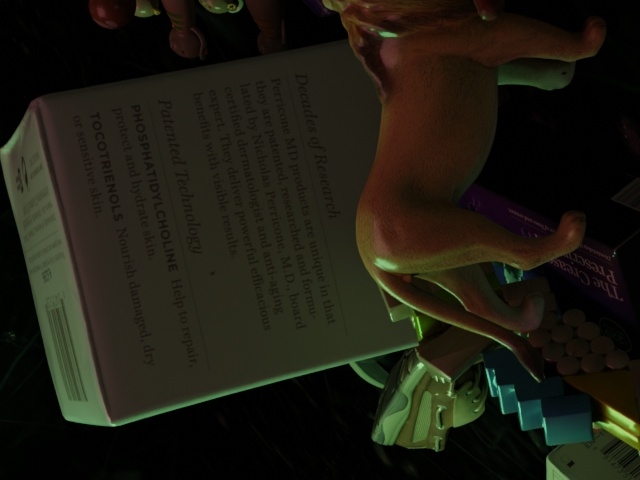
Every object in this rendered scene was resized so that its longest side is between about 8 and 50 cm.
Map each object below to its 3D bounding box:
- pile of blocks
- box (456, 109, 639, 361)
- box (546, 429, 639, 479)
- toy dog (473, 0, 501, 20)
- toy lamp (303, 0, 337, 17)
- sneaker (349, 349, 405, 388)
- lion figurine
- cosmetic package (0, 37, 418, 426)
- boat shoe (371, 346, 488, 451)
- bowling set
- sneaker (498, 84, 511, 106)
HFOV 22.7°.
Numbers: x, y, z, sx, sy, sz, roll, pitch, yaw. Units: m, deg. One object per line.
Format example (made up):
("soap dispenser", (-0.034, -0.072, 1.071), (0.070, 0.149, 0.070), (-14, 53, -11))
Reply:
("pile of blocks", (0.182, 0.119, 1.427), (0.362, 0.149, 0.113), (37, 155, 38))
("box", (0.240, 0.009, 1.490), (0.261, 0.103, 0.184), (30, 153, 51))
("box", (0.341, 0.327, 1.770), (0.148, 0.121, 0.311), (43, 159, 31))
("toy dog", (0.104, -0.294, 1.143), (0.334, 0.220, 0.161), (58, -164, -36))
("toy lamp", (-0.045, -0.351, 1.583), (0.275, 0.080, 0.080), (59, 161, -17))
("sneaker", (0.087, 0.119, 2.099), (0.118, 0.083, 0.222), (-16, 131, 41))
("lion figurine", (0.097, -0.088, 1.326), (0.142, 0.240, 0.392), (138, 138, -75))
("cosmetic package", (-0.102, -0.006, 1.705), (0.329, 0.393, 0.327), (161, 95, -71))
("boat shoe", (0.156, 0.170, 1.999), (0.116, 0.123, 0.324), (19, 149, -1))
("bowling set", (-0.183, -0.290, 1.863), (0.287, 0.200, 0.154), (47, 162, 31))
("sneaker", (0.129, -0.168, 1.529), (0.170, 0.051, 0.089), (7, 130, 60))
